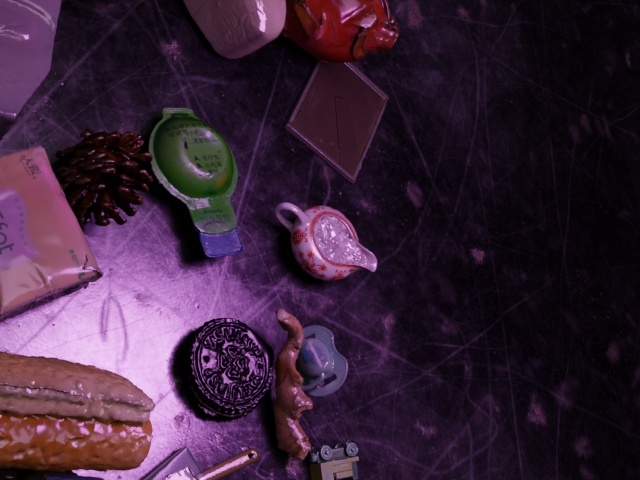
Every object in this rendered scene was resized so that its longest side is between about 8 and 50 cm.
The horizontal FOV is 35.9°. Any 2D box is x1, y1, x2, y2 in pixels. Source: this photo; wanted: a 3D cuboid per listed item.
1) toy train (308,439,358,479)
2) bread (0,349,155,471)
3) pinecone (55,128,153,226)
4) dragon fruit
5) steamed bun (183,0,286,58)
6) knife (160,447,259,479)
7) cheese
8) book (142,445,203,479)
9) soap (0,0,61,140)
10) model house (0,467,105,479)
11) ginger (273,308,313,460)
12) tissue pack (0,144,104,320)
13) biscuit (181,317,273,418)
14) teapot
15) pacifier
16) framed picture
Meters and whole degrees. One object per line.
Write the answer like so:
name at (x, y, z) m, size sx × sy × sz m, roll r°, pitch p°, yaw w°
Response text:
toy train at (0.028, 0.436, 1.934) m, size 0.122 × 0.050 × 0.081 m, roll 2°, pitch 75°, yaw -39°
bread at (-0.460, 0.253, 1.494) m, size 0.375 × 0.236 × 0.165 m, roll 12°, pitch 89°, yaw -34°
pinecone at (-0.382, -0.111, 1.748) m, size 0.150 × 0.179 × 0.195 m, roll 53°, pitch 29°, yaw -41°
dragon fruit at (0.022, -0.517, 2.212) m, size 0.315 × 0.250 × 0.250 m, roll 16°, pitch 61°, yaw -20°
steamed bun at (-0.172, -0.521, 2.075) m, size 0.155 × 0.200 × 0.250 m, roll -35°, pitch 98°, yaw -43°
knife at (-0.226, 0.415, 1.717) m, size 0.298 × 0.017 × 0.047 m, roll -18°, pitch 81°, yaw -41°
cheese at (-0.235, -0.116, 1.929) m, size 0.204 × 0.083 × 0.320 m, roll -7°, pitch 74°, yaw -43°
book at (-0.220, 0.578, 1.680) m, size 0.264 × 0.031 × 0.379 m, roll -34°, pitch 95°, yaw -42°
soap at (-0.612, -0.371, 1.646) m, size 0.350 × 0.213 × 0.435 m, roll 19°, pitch 61°, yaw -34°
model house at (-0.402, 0.475, 1.407) m, size 0.261 × 0.266 × 0.321 m, roll 13°, pitch 67°, yaw -32°
ginger at (-0.055, 0.274, 1.886) m, size 0.075 × 0.089 × 0.288 m, roll 8°, pitch 79°, yaw -49°
tissue pack at (-0.511, -0.008, 1.631) m, size 0.215 × 0.123 × 0.256 m, roll -24°, pitch 81°, yaw -38°
biscuit at (-0.173, 0.239, 1.849) m, size 0.194 × 0.053 × 0.194 m, roll 16°, pitch 62°, yaw -33°
teapot at (0.000, 0.000, 2.057) m, size 0.245 × 0.116 × 0.159 m, roll 32°, pitch 67°, yaw -28°
pacifier at (-0.006, 0.249, 1.967) m, size 0.150 × 0.127 × 0.116 m, roll 53°, pitch 1°, yaw 28°
framed picture at (0.044, -0.298, 2.282) m, size 0.213 × 0.016 × 0.289 m, roll 38°, pitch 52°, yaw -21°
